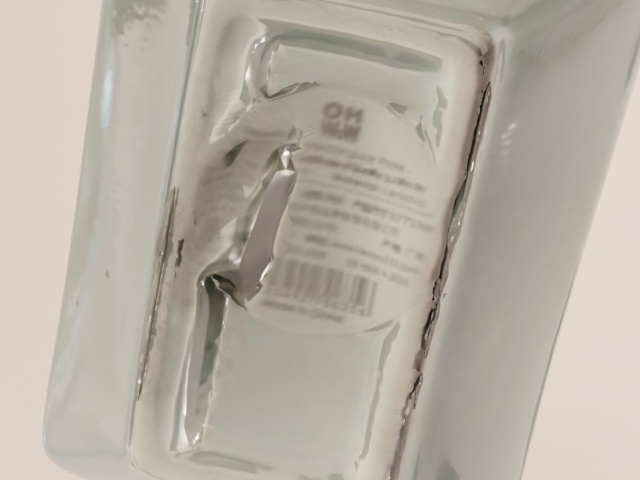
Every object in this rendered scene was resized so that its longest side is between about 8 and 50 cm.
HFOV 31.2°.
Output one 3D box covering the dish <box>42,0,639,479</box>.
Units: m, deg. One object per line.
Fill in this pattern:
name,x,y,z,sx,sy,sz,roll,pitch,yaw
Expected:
dish,0.000,0.000,0.372,0.182,0.080,0.243,12,-74,3
